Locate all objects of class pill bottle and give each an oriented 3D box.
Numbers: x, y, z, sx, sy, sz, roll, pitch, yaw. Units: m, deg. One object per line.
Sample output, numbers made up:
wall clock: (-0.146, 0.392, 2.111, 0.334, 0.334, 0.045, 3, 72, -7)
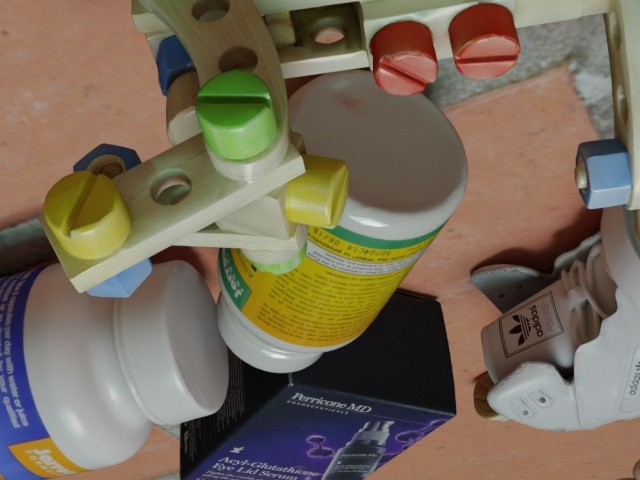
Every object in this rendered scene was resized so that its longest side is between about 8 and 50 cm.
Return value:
pill bottle: (-0.212, 0.099, 0.732, 0.271, 0.152, 0.152, -14, 145, 13)
pill bottle: (0.000, 0.000, 0.645, 0.117, 0.118, 0.208, 8, 144, -18)

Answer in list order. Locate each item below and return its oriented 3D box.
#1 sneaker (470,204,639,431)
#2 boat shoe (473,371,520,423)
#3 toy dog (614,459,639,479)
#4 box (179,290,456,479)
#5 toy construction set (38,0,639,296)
sneaker: (0.209, 0.034, 0.705, 0.210, 0.137, 0.366, -11, 143, 12)
boat shoe: (0.223, 0.130, 0.921, 0.170, 0.063, 0.059, -23, 146, 39)
toy dog: (0.420, 0.211, 0.967, 0.220, 0.161, 0.333, 17, -163, 37)
box: (-0.010, 0.126, 0.838, 0.153, 0.108, 0.207, 14, 142, -25)
toy construction set: (0.046, -0.076, 0.452, 0.327, 0.215, 0.151, 0, 147, -9)
